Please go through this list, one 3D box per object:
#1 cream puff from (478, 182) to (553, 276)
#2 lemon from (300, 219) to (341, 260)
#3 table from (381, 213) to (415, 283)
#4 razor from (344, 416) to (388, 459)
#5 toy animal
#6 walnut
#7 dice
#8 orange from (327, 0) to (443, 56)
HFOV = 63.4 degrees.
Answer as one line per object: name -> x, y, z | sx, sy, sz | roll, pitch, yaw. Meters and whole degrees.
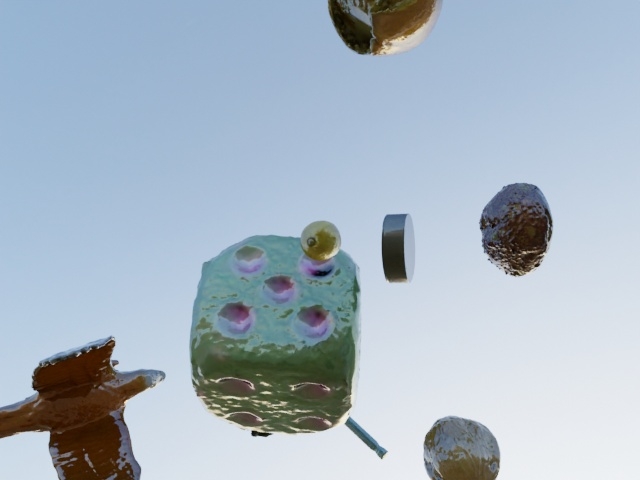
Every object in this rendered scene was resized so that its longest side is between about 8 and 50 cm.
cream puff -> 0.290, -0.015, 0.791 | 0.084, 0.149, 0.149 | 4, -59, 1
lemon -> 0.000, 0.000, 0.787 | 0.062, 0.083, 0.062 | 1, -87, 19
table -> 0.150, 0.015, 0.989 | 0.043, 0.133, 0.133 | -1, -57, 19
razor -> 0.077, 0.450, 1.279 | 0.106, 0.232, 0.068 | 17, -78, -52
toy animal -> -0.359, 0.235, 0.655 | 0.284, 0.302, 0.225 | -9, -86, 1
walnut -> 0.193, 0.297, 0.707 | 0.105, 0.124, 0.105 | -4, -65, -8
dice -> -0.082, 0.197, 1.080 | 0.330, 0.318, 0.322 | 2, -42, 3
orange -> 0.081, -0.312, 0.677 | 0.156, 0.156, 0.134 | 37, -98, -20
